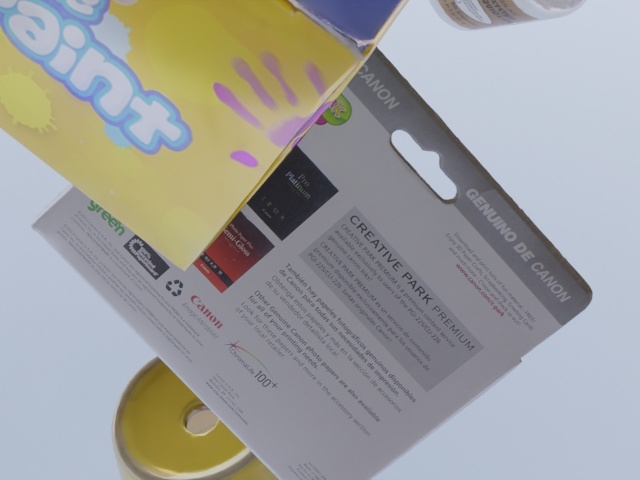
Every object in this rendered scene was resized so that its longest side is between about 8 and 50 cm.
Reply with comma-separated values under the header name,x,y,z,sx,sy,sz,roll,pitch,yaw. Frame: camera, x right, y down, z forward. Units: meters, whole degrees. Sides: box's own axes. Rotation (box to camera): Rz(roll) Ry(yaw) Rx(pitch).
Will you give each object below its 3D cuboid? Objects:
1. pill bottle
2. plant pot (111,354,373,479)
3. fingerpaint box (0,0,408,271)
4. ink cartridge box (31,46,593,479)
name,x,y,z,sx,sy,sz,roll,pitch,yaw
pill bottle,0.226,-0.302,1.096,0.131,0.229,0.131,-3,-84,-31
plant pot,-0.084,0.225,0.964,0.254,0.239,0.254,-8,-134,9
fingerpaint box,-0.130,-0.262,0.522,0.445,0.163,0.371,38,-138,-6
ink cartridge box,0.000,0.000,0.762,0.272,0.130,0.309,-40,-82,16
